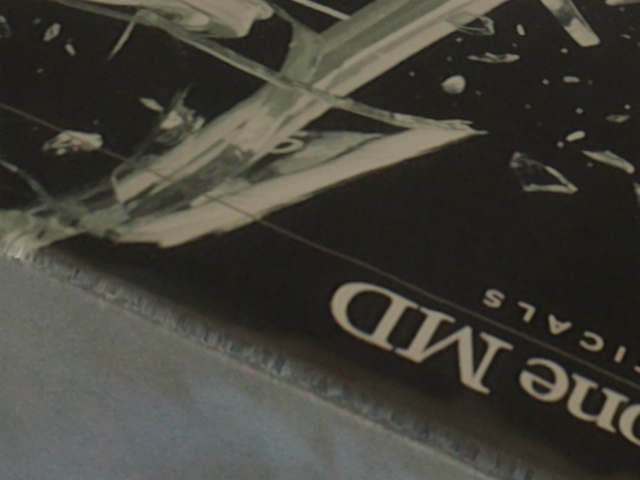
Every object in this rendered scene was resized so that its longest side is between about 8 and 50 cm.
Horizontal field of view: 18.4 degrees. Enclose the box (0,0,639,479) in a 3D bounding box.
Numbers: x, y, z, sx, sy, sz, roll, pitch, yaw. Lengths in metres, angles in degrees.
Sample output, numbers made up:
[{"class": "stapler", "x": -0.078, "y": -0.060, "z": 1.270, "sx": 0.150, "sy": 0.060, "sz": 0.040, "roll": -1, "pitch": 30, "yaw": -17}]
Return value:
[{"class": "box", "x": 0.000, "y": 0.000, "z": 0.741, "sx": 0.480, "sy": 0.297, "sz": 0.471, "roll": 23, "pitch": -141, "yaw": 10}]
